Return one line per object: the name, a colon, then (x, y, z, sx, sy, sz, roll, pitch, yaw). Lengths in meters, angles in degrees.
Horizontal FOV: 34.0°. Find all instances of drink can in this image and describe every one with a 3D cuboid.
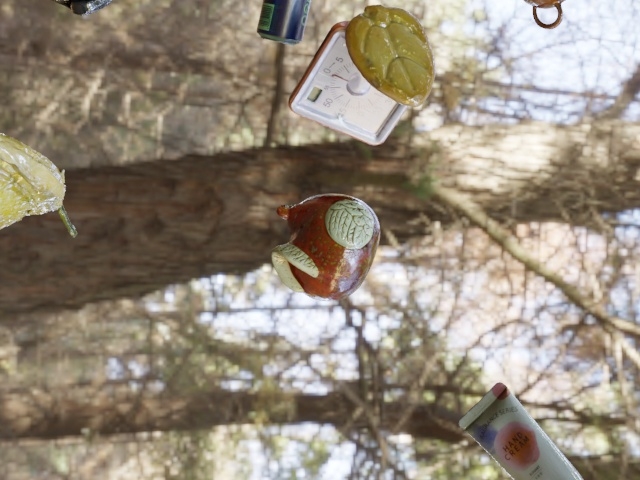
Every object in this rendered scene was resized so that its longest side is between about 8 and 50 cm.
drink can: (-0.082, -0.584, 2.553, 0.118, 0.118, 0.204, -143, -115, -63)

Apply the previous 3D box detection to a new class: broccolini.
broccolini: (-0.649, -0.096, 2.583, 0.254, 0.071, 0.057, 87, -4, -59)

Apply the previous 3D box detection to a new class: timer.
timer: (0.079, -0.382, 2.444, 0.257, 0.250, 0.161, -55, -141, 37)

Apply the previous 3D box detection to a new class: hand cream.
hand cream: (0.397, 0.416, 1.871, 0.340, 0.078, 0.124, 47, -64, 18)

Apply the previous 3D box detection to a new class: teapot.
teapot: (0.414, -0.461, 1.853, 0.116, 0.116, 0.173, -162, -105, -67)

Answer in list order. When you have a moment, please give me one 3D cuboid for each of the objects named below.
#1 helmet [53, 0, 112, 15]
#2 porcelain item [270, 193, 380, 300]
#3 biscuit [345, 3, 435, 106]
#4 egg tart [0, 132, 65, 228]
helmet: (-0.517, -0.593, 2.235, 0.193, 0.216, 0.189, -84, 166, -51)
porcelain item: (0.000, 0.000, 2.240, 0.253, 0.253, 0.253, -178, -90, -68)
biscuit: (0.164, -0.407, 2.294, 0.260, 0.203, 0.041, 68, -28, 16)
egg tart: (-0.611, -0.128, 1.748, 0.169, 0.388, 0.388, -61, -163, -16)
